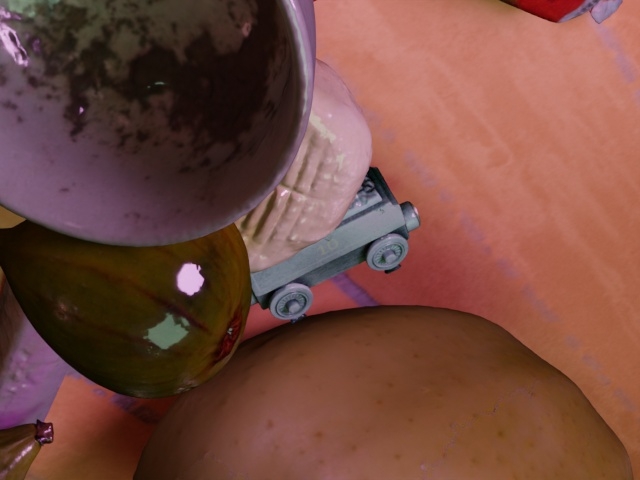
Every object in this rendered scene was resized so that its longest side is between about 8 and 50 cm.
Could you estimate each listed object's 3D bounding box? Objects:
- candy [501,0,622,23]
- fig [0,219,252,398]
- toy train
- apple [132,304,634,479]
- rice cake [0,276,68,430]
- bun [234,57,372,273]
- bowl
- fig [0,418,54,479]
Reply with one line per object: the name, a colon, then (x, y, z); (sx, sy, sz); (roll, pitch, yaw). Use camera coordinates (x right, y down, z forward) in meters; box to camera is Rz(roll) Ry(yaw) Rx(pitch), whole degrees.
candy: (0.154, -0.217, 1.455); (0.292, 0.059, 0.086); (14, 131, -46)
fig: (-0.172, 0.007, 1.320); (0.151, 0.259, 0.151); (-63, 171, -17)
toy train: (0.000, 0.000, 1.649); (0.172, 0.070, 0.099); (-27, 138, -2)
apple: (0.059, 0.278, 1.742); (0.473, 0.474, 0.474); (-19, 148, -13)
rice cake: (-0.255, 0.116, 1.635); (0.072, 0.056, 0.365); (-7, 143, -33)
bun: (-0.081, -0.074, 1.405); (0.229, 0.145, 0.229); (-2, 128, -3)
bowl: (-0.122, -0.153, 1.211); (0.289, 0.146, 0.289); (10, 127, 14)
fig: (-0.312, 0.209, 1.593); (0.185, 0.133, 0.126); (-40, 171, 16)
